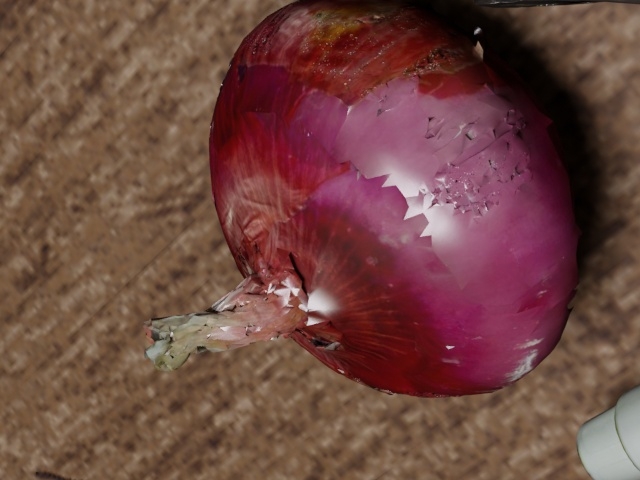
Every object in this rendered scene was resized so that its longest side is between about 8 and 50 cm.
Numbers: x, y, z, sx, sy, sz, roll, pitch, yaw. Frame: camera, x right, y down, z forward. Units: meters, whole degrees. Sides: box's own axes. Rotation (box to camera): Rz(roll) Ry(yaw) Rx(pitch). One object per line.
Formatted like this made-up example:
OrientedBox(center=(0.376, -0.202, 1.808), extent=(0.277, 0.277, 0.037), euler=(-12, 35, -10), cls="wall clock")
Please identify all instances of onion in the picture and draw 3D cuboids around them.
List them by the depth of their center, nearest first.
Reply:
OrientedBox(center=(0.000, 0.000, 0.630), extent=(0.150, 0.140, 0.150), euler=(34, 138, 38), cls="onion")

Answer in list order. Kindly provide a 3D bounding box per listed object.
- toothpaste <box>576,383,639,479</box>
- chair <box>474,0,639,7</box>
OrientedBox(center=(0.169, 0.033, 0.597), extent=(0.218, 0.033, 0.052), euler=(-30, 89, 40), cls="toothpaste")
OrientedBox(center=(0.144, -0.028, 0.536), extent=(0.212, 0.084, 0.101), euler=(0, 96, 36), cls="chair")
